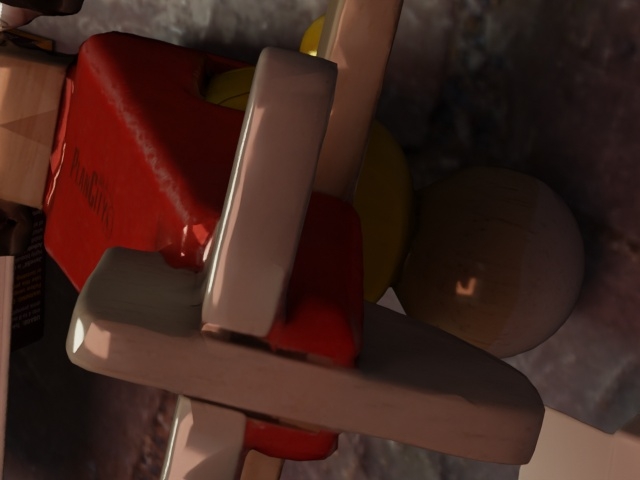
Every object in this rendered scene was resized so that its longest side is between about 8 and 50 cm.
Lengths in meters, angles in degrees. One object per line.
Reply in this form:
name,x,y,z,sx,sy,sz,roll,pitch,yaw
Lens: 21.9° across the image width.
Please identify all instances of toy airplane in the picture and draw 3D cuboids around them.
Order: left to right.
toy airplane,0.000,0.000,0.668,0.386,0.272,0.384,-46,42,52

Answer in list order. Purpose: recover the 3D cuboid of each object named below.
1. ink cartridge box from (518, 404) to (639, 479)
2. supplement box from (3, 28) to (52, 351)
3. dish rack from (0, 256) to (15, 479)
ink cartridge box,0.181,0.138,0.699,0.198,0.067,0.115,19,115,31
supplement box,-0.220,-0.031,0.953,0.104,0.081,0.188,20,116,32
dish rack,-0.309,0.026,0.946,0.333,0.072,0.285,25,119,33
